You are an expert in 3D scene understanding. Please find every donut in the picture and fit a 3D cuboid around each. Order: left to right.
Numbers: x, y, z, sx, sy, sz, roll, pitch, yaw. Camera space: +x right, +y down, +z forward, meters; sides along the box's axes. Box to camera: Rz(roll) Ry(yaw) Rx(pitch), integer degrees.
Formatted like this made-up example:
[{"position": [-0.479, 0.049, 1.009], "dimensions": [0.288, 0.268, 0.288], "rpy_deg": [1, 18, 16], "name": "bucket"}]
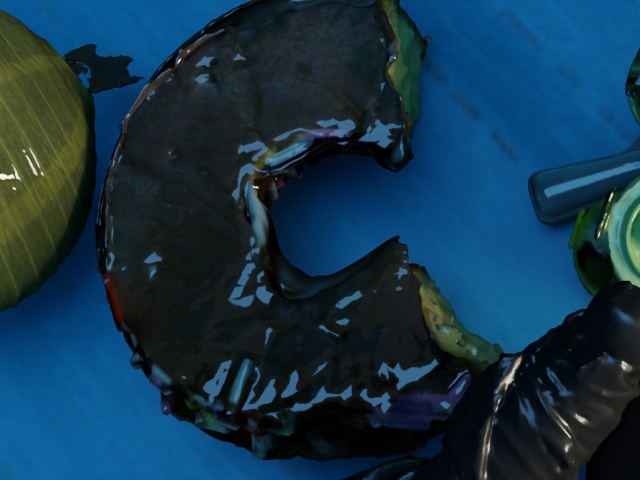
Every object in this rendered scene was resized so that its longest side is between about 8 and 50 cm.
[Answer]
[{"position": [-0.022, 0.003, 1.264], "dimensions": [0.259, 0.136, 0.345], "rpy_deg": [-19, 68, 13], "name": "donut"}]

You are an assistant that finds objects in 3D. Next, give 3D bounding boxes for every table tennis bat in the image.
[{"position": [0.260, -0.060, 1.250], "dimensions": [0.237, 0.038, 0.149], "rpy_deg": [-18, 76, 8], "name": "table tennis bat"}]

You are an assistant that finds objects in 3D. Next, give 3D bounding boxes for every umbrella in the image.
[{"position": [0.091, 0.156, 1.134], "dimensions": [0.357, 0.113, 0.106], "rpy_deg": [-52, 27, 24], "name": "umbrella"}]

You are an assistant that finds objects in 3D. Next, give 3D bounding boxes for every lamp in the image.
[{"position": [-0.258, -0.071, 1.304], "dimensions": [0.284, 0.250, 0.250], "rpy_deg": [-31, 66, -14], "name": "lamp"}]

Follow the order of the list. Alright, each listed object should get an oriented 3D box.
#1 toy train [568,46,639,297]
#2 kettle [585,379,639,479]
[{"position": [0.275, -0.039, 1.153], "dimensions": [0.188, 0.159, 0.271], "rpy_deg": [17, 86, 1], "name": "toy train"}, {"position": [0.250, 0.207, 1.127], "dimensions": [0.202, 0.144, 0.232], "rpy_deg": [10, 80, -8], "name": "kettle"}]
